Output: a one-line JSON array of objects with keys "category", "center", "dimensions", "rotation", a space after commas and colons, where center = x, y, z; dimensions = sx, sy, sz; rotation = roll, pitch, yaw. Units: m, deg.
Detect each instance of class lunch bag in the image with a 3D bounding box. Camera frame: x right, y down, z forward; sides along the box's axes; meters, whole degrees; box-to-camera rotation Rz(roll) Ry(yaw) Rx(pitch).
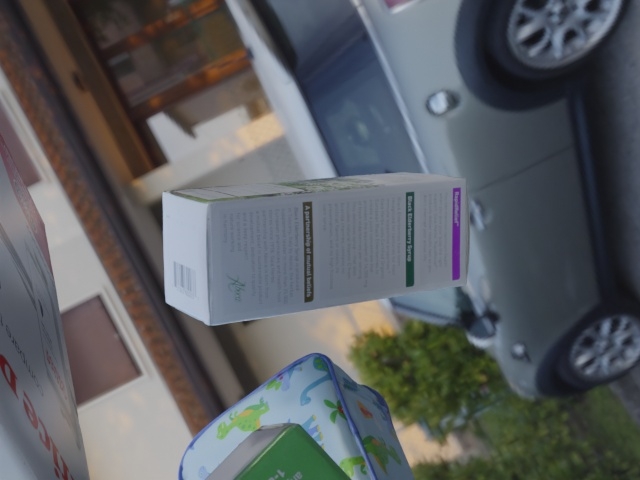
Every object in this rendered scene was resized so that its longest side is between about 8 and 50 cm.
[{"category": "lunch bag", "center": [-0.015, 0.205, 0.697], "dimensions": [0.090, 0.176, 0.219], "rotation": [42, -166, -38]}]

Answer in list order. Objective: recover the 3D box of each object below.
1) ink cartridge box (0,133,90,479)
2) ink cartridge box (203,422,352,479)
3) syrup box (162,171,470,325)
[{"category": "ink cartridge box", "center": [-0.188, 0.014, 0.393], "dimensions": [0.283, 0.117, 0.207], "rotation": [-121, 14, -50]}, {"category": "ink cartridge box", "center": [0.003, 0.271, 0.493], "dimensions": [0.289, 0.211, 0.121], "rotation": [46, 161, -1]}, {"category": "syrup box", "center": [0.000, 0.000, 0.766], "dimensions": [0.093, 0.237, 0.096], "rotation": [15, 108, 59]}]
